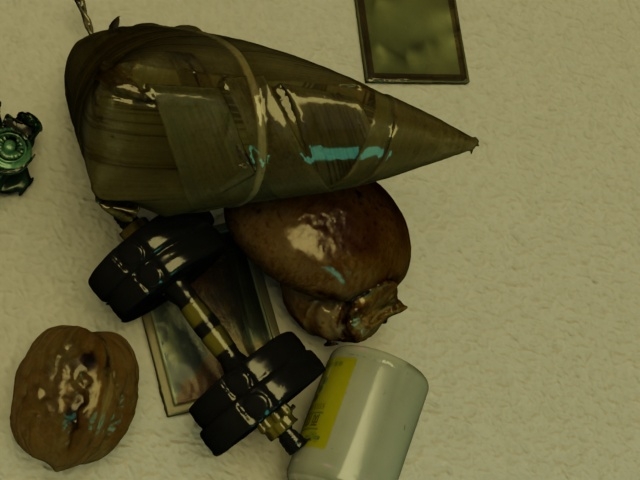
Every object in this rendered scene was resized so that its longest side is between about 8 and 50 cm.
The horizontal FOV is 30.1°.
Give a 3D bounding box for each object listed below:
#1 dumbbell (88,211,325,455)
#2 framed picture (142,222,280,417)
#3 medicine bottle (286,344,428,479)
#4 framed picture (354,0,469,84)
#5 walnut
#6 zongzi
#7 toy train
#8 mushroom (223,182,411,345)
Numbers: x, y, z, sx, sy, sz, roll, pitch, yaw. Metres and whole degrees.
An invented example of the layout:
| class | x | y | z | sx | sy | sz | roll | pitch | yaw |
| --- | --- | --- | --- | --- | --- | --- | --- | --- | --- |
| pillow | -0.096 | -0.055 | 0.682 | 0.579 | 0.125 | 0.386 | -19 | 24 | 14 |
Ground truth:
| class | x | y | z | sx | sy | sz | roll | pitch | yaw |
| --- | --- | --- | --- | --- | --- | --- | --- | --- | --- |
| dumbbell | -0.145 | 0.111 | 1.518 | 0.185 | 0.185 | 0.388 | -36 | 84 | -23 |
| framed picture | -0.153 | 0.101 | 1.627 | 0.184 | 0.016 | 0.249 | -11 | 75 | -19 |
| medicine bottle | 0.040 | 0.278 | 1.550 | 0.143 | 0.143 | 0.258 | 23 | 67 | -6 |
| framed picture | 0.138 | -0.350 | 1.861 | 0.173 | 0.010 | 0.231 | -1 | 72 | -15 |
| walnut | -0.308 | 0.198 | 1.486 | 0.156 | 0.155 | 0.184 | 14 | 79 | -10 |
| zongzi | -0.097 | -0.171 | 1.570 | 0.467 | 0.500 | 0.218 | 4 | 108 | -19 |
| toy train | -0.479 | -0.084 | 1.550 | 0.154 | 0.115 | 0.269 | 35 | 67 | -4 |
| mushroom | 0.013 | 0.000 | 1.596 | 0.195 | 0.263 | 0.283 | -28 | 89 | 21 |
